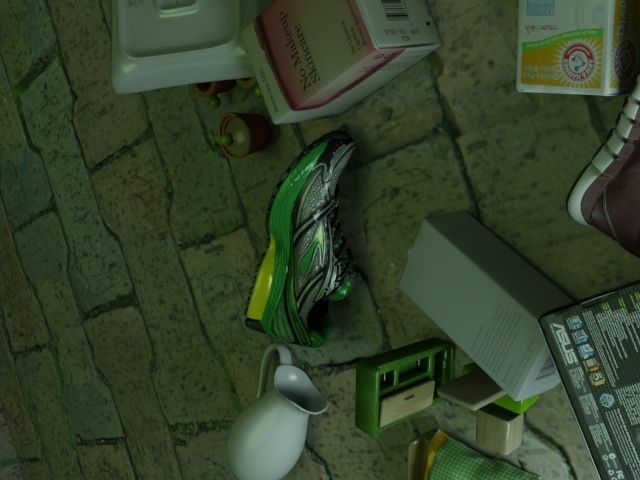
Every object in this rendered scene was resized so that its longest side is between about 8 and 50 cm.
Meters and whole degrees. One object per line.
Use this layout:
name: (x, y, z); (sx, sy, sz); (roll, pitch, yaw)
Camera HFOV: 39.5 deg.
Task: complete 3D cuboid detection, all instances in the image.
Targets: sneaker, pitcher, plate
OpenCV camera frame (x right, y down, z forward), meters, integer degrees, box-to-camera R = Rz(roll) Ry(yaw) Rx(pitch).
sneaker: (0.369, -0.085, 0.873); (0.162, 0.106, 0.281); (45, 142, 25)
pitcher: (-0.085, 0.293, 1.500); (0.207, 0.125, 0.178); (-60, 35, 27)
sneaker: (0.000, 0.000, 1.320); (0.146, 0.134, 0.344); (21, 115, 16)
plate: (-0.204, -0.371, 1.324); (0.277, 0.045, 0.278); (-4, 87, 19)

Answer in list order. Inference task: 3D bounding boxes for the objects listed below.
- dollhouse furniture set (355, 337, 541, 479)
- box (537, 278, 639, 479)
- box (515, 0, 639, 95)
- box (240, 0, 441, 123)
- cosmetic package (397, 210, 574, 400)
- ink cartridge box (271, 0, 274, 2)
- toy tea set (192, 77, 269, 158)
dollhouse furniture set: (0.164, 0.306, 1.172); (0.197, 0.151, 0.302); (18, 114, 45)
box: (0.371, 0.166, 0.899); (0.216, 0.060, 0.270); (-24, 82, 25)
box: (0.277, -0.254, 0.913); (0.114, 0.103, 0.203); (16, 113, 47)
box: (0.021, -0.271, 1.189); (0.232, 0.126, 0.149); (-28, 80, 49)
cosmetic package: (0.208, 0.075, 1.101); (0.231, 0.085, 0.117); (48, 133, 36)
ink cartridge box: (-0.051, -0.428, 1.310); (0.145, 0.045, 0.179); (-63, 36, 39)
toy tea set: (-0.176, -0.291, 1.414); (0.200, 0.124, 0.336); (-45, 67, 46)
